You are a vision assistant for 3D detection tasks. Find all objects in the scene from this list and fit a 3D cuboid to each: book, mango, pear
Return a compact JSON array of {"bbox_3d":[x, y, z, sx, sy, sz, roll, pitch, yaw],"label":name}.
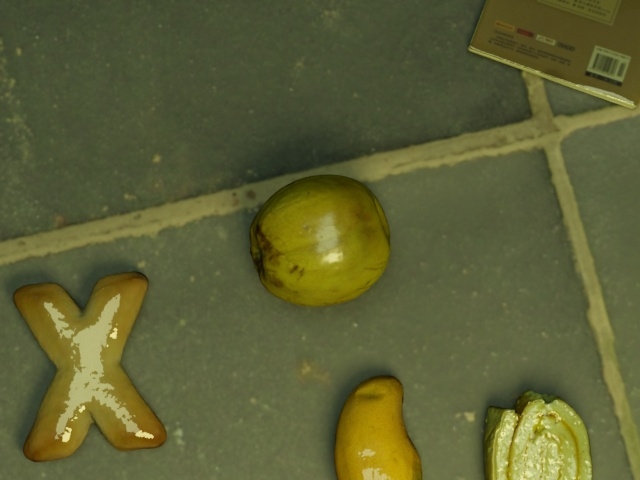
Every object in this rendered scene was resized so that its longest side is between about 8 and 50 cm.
[{"bbox_3d":[0.333,-0.335,1.712,0.216,0.021,0.310,20,79,7],"label":"book"},{"bbox_3d":[0.064,0.244,1.560,0.098,0.075,0.190,-2,73,-15],"label":"mango"},{"bbox_3d":[0.000,0.000,1.582,0.162,0.149,0.149,-16,77,-1],"label":"pear"}]

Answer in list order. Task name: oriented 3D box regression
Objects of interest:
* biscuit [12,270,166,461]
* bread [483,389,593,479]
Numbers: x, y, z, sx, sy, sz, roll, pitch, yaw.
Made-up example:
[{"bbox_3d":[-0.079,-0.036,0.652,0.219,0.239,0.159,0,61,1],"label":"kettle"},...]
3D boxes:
[{"bbox_3d":[-0.269,0.143,1.608,0.164,0.047,0.208,-8,77,1],"label":"biscuit"},{"bbox_3d":[0.241,0.245,1.560,0.117,0.064,0.156,2,76,-2],"label":"bread"}]
